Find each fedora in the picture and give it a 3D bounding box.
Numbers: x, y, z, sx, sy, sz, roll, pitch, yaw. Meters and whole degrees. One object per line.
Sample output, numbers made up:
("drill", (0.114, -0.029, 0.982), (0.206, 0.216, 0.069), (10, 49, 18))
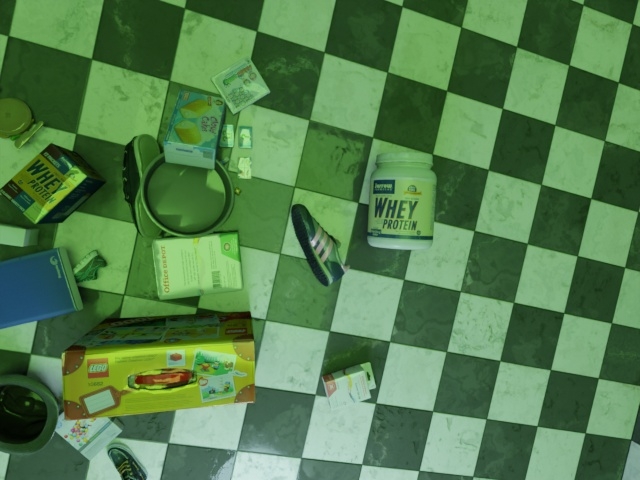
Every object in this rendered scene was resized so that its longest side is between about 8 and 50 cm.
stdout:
("fedora", (-0.956, 0.544, 1.351), (0.275, 0.124, 0.244), (14, 89, -3))

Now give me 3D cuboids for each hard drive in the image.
("hard drive", (-0.947, 0.158, 1.336), (0.318, 0.040, 0.211), (-13, 96, 3))

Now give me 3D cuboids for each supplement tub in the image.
("supplement tub", (0.290, -0.137, 1.493), (0.235, 0.235, 0.326), (2, 93, -11))

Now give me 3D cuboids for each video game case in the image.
("video game case", (-0.280, -0.544, 1.465), (0.157, 0.019, 0.143), (-34, 99, -7))

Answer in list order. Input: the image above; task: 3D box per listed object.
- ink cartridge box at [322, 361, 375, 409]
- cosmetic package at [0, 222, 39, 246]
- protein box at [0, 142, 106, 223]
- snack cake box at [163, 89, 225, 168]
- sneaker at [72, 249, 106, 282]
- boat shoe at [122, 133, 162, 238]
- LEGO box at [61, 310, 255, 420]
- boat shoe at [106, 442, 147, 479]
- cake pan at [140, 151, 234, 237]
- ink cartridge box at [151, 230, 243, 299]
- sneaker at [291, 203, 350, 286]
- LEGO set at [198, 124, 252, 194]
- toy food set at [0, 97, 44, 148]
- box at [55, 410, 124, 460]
("ink cartridge box", (0.117, 0.551, 1.589), (0.197, 0.067, 0.116), (-15, 96, -10))
("cosmetic package", (-1.037, -0.029, 1.312), (0.238, 0.099, 0.061), (10, 92, -12))
("protein box", (-0.815, -0.169, 1.294), (0.201, 0.200, 0.136), (-46, 101, -6))
("snack cake box", (-0.398, -0.359, 1.346), (0.151, 0.089, 0.265), (6, 52, -10))
("sneaker", (-0.785, 0.114, 1.391), (0.076, 0.065, 0.166), (44, 87, -15))
("boat shoe", (-0.598, -0.174, 1.386), (0.112, 0.127, 0.341), (-2, 98, 29))
("LEGO box", (-0.463, 0.366, 1.311), (0.498, 0.372, 0.194), (-1, 94, -11))
("boat shoe", (-0.672, 0.787, 1.443), (0.065, 0.083, 0.183), (-40, 100, -6))
("cake pan", (-0.433, -0.154, 1.370), (0.292, 0.054, 0.294), (1, 87, -25))
("ink cartridge box", (-0.412, 0.080, 1.430), (0.277, 0.117, 0.202), (-6, 95, -11))
("sneaker", (0.000, 0.000, 1.525), (0.131, 0.112, 0.319), (-28, 102, -25))
("LEGO set", (-0.330, -0.283, 1.455), (0.182, 0.060, 0.245), (1, 94, -7))
("toy food set", (-0.991, -0.390, 1.333), (0.192, 0.038, 0.132), (41, 79, -5))
("box", (-0.798, 0.635, 1.433), (0.145, 0.038, 0.186), (-42, 99, -6))
